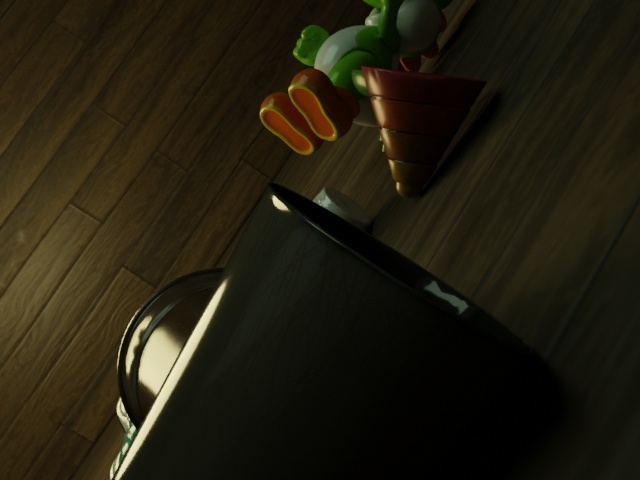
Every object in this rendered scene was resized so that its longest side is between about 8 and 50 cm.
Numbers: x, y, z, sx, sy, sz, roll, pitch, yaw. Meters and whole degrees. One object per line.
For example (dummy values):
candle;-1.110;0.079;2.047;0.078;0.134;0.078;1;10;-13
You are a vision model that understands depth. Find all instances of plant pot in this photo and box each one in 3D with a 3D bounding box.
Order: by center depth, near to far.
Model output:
plant pot;-0.058;0.111;0.575;0.167;0.167;0.165;-57;18;-7

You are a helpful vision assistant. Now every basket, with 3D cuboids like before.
basket;-0.020;0.105;0.410;0.226;0.154;0.204;-58;8;6

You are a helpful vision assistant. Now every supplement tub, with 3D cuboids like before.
supplement tub;0.000;0.000;0.893;0.107;0.071;0.071;-54;9;18

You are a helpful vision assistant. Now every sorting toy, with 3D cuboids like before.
sorting toy;0.093;-0.128;0.882;0.365;0.127;0.126;-90;6;-79

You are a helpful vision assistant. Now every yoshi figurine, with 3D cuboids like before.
yoshi figurine;0.053;-0.307;1.117;0.362;0.204;0.203;-51;-26;-24

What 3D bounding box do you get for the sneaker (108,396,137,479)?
sneaker;-0.180;0.184;0.972;0.178;0.124;0.295;-59;17;7
